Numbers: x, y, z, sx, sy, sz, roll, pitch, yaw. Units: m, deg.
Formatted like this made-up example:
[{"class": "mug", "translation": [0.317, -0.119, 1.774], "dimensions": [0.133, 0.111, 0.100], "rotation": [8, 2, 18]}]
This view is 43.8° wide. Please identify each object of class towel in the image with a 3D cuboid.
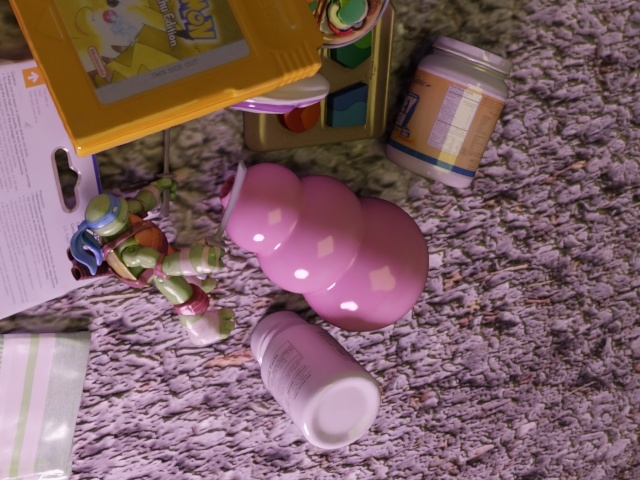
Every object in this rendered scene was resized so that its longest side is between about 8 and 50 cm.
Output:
[{"class": "towel", "translation": [-0.489, 0.243, 1.082], "dimensions": [0.325, 0.038, 0.248], "rotation": [2, 110, -34]}]

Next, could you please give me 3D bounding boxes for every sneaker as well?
[{"class": "sneaker", "translation": [-0.124, -0.245, 1.013], "dimensions": [0.305, 0.114, 0.152], "rotation": [7, 96, -23]}]

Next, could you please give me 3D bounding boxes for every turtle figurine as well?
[{"class": "turtle figurine", "translation": [-0.171, -0.003, 1.055], "dimensions": [0.275, 0.198, 0.266], "rotation": [-56, 148, -26]}]

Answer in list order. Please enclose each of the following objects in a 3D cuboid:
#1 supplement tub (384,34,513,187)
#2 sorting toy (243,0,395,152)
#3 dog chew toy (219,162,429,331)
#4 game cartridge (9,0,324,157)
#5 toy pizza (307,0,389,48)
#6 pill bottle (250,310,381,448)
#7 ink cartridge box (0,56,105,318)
[{"class": "supplement tub", "translation": [0.196, -0.195, 1.210], "dimensions": [0.144, 0.144, 0.200], "rotation": [13, 105, -33]}, {"class": "sorting toy", "translation": [0.005, -0.281, 1.127], "dimensions": [0.229, 0.041, 0.307], "rotation": [-9, 116, -26]}, {"class": "dog chew toy", "translation": [0.000, 0.000, 1.164], "dimensions": [0.332, 0.206, 0.206], "rotation": [29, 96, -28]}, {"class": "game cartridge", "translation": [-0.184, -0.281, 0.927], "dimensions": [0.323, 0.052, 0.285], "rotation": [-24, 87, -17]}, {"class": "toy pizza", "translation": [0.015, -0.360, 1.070], "dimensions": [0.201, 0.032, 0.201], "rotation": [-8, 109, -23]}, {"class": "pill bottle", "translation": [-0.018, 0.202, 1.219], "dimensions": [0.131, 0.229, 0.131], "rotation": [-12, 117, -24]}, {"class": "ink cartridge box", "translation": [-0.430, -0.046, 0.951], "dimensions": [0.330, 0.071, 0.324], "rotation": [-24, 128, -32]}]
